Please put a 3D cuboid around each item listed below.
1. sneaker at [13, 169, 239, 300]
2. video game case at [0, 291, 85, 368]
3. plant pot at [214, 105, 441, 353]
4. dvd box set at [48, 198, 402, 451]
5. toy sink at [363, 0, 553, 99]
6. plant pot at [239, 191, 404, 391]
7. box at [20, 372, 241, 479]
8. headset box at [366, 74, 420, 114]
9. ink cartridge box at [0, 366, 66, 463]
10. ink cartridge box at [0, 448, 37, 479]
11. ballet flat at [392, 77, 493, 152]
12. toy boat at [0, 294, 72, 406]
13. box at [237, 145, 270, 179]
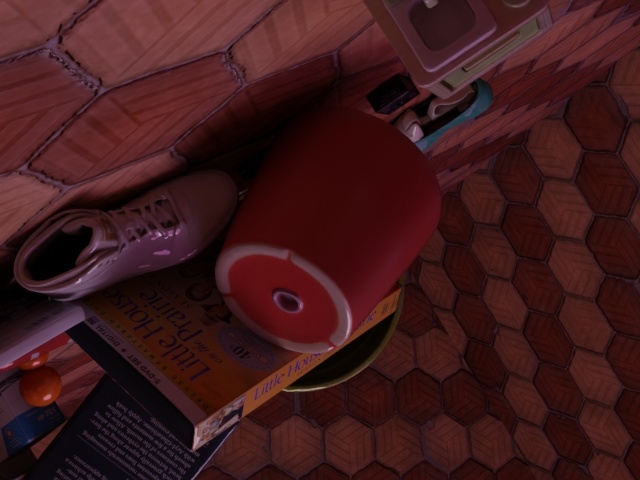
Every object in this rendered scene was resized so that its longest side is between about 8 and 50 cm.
[{"bbox_3d":[-0.236,-0.008,1.093,0.293,0.108,0.169,-29,176,-5],"label":"sneaker"},{"bbox_3d":[-0.430,0.126,1.100,0.183,0.023,0.201,5,-153,38],"label":"video game case"},{"bbox_3d":[0.000,0.000,1.170,0.275,0.275,0.243,-38,-165,47],"label":"plant pot"},{"bbox_3d":[-0.127,0.088,1.266,0.420,0.308,0.062,-28,143,-40],"label":"dvd box set"},{"bbox_3d":[0.142,-0.244,0.904,0.153,0.131,0.234,-33,173,15],"label":"toy sink"},{"bbox_3d":[-0.059,0.075,1.667,0.366,0.366,0.353,-30,-176,-7],"label":"plant pot"},{"bbox_3d":[-0.316,0.342,1.452,0.395,0.212,0.293,-51,-177,5],"label":"box"},{"bbox_3d":[0.112,-0.224,1.349,0.062,0.032,0.083,-33,175,20],"label":"headset box"},{"bbox_3d":[-0.510,0.244,1.384,0.140,0.190,0.082,-35,173,38],"label":"ink cartridge box"},{"bbox_3d":[-0.610,0.330,1.475,0.092,0.219,0.160,-38,172,28],"label":"ink cartridge box"},{"bbox_3d":[0.199,-0.227,1.601,0.247,0.083,0.087,-32,149,10],"label":"ballet flat"},{"bbox_3d":[-0.417,0.168,1.268,0.151,0.151,0.231,-2,-165,43],"label":"toy boat"},{"bbox_3d":[-0.079,-0.121,1.331,0.067,0.018,0.083,-34,173,26],"label":"box"}]
